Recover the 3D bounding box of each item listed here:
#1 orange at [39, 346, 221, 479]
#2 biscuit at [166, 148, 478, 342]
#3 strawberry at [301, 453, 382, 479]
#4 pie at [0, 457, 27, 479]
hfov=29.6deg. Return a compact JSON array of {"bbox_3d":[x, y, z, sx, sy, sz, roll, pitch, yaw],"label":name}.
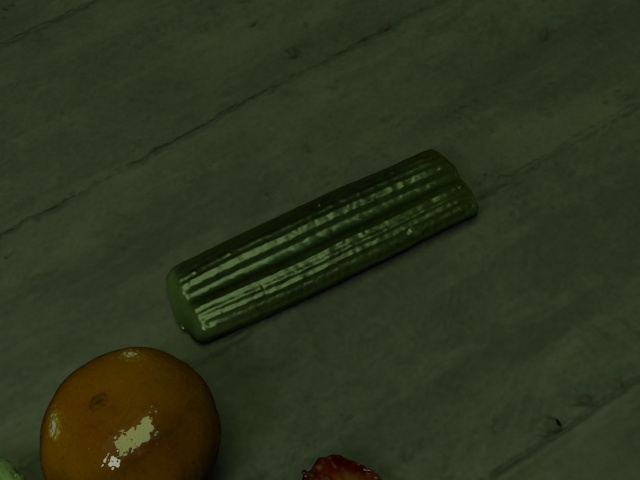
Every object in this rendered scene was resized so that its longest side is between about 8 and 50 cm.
[{"bbox_3d":[-0.160,0.168,1.029,0.156,0.124,0.156,-13,45,14],"label":"orange"},{"bbox_3d":[0.000,0.000,1.192,0.322,0.038,0.099,-24,59,-14],"label":"biscuit"},{"bbox_3d":[0.043,0.278,0.973,0.167,0.087,0.208,16,28,-9],"label":"strawberry"},{"bbox_3d":[-0.336,0.280,0.979,0.248,0.090,0.201,-24,58,-8],"label":"pie"}]
